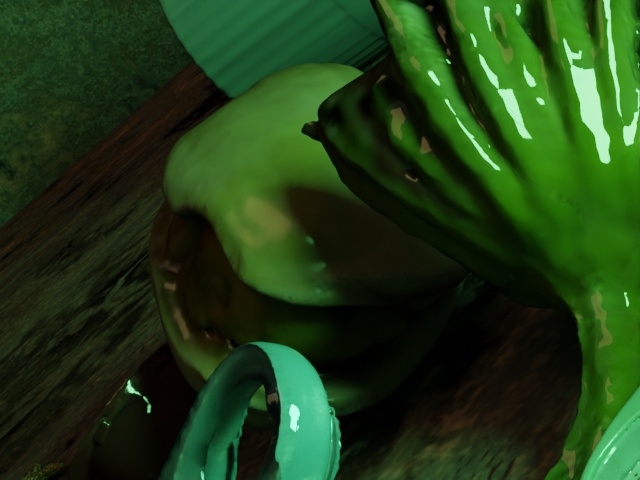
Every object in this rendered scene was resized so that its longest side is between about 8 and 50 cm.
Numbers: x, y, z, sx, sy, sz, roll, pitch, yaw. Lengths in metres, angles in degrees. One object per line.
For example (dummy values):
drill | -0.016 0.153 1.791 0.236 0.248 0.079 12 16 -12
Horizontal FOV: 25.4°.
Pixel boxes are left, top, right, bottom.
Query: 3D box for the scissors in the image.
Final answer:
scissors | -0.083 0.165 0.633 0.393 0.032 0.180 -36 43 56

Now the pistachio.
pistachio | 0.000 0.000 0.827 0.288 0.197 0.166 -94 12 -58

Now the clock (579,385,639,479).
clock | 0.127 0.084 0.459 0.135 0.041 0.101 -47 17 -25

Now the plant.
plant | 0.121 0.027 0.606 0.251 0.180 0.334 -16 60 19

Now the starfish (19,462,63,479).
starfish | -0.221 0.183 1.062 0.086 0.016 0.092 -34 12 11

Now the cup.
cup | 0.007 -0.327 1.593 0.311 0.257 0.331 -34 17 23

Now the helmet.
helmet | -0.094 0.121 0.858 0.111 0.057 0.089 -52 -18 -16
